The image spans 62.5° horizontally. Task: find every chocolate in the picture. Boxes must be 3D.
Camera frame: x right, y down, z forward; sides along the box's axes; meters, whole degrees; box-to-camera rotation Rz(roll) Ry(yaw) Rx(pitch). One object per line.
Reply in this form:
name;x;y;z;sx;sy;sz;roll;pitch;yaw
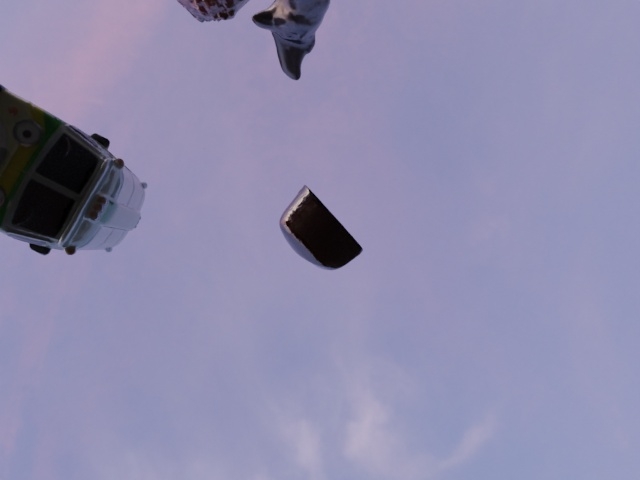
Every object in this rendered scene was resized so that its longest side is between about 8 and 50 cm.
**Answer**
chocolate;0.000;0.000;0.790;0.080;0.148;0.125;-41;-116;0

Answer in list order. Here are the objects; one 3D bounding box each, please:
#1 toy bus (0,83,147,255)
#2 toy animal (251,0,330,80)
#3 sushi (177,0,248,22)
toy bus;-0.298;-0.063;0.599;0.165;0.276;0.133;28;-95;-11
toy animal;0.024;-0.241;0.330;0.206;0.367;0.081;37;-120;-30
sushi;-0.127;-0.327;0.636;0.107;0.241;0.161;39;-133;-27
